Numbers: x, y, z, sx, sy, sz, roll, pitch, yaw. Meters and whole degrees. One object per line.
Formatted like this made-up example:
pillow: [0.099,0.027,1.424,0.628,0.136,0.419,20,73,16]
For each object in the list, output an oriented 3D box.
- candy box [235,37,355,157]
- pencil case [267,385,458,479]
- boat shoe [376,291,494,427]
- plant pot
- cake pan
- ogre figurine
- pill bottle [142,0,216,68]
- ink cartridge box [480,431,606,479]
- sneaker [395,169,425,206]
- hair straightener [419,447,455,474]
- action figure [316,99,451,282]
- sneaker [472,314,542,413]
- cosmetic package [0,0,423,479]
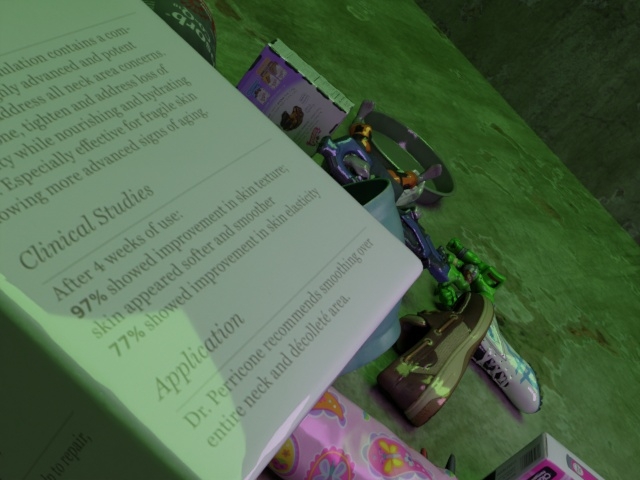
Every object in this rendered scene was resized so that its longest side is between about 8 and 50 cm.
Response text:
candy box: [-0.062,-0.253,1.562,0.196,0.165,0.070,40,27,-5]
pencil case: [0.030,0.259,0.984,0.284,0.124,0.124,36,27,-14]
boat shoe: [0.181,0.158,1.329,0.123,0.123,0.342,38,37,6]
plant pot: [-0.008,0.064,1.079,0.196,0.293,0.293,66,24,-10]
cake pan: [0.195,-0.195,1.947,0.293,0.054,0.293,32,28,-20]
ogre figurine: [0.294,0.080,1.628,0.118,0.096,0.197,27,17,-4]
pill bottle: [-0.261,-0.240,1.227,0.210,0.210,0.363,28,30,-25]
ink cartridge box: [0.378,0.431,1.120,0.371,0.175,0.069,38,27,-8]
sneaker: [0.139,-0.098,1.684,0.087,0.092,0.229,49,28,9]
hair straightener: [0.169,0.365,1.050,0.089,0.047,0.230,10,31,-2]
action figure: [0.100,-0.063,1.497,0.341,0.179,0.330,53,45,-14]
sneaker: [0.311,0.212,1.483,0.086,0.085,0.237,-16,62,-30]
cosmetic package: [-0.200,0.049,0.687,0.394,0.327,0.329,44,38,4]
